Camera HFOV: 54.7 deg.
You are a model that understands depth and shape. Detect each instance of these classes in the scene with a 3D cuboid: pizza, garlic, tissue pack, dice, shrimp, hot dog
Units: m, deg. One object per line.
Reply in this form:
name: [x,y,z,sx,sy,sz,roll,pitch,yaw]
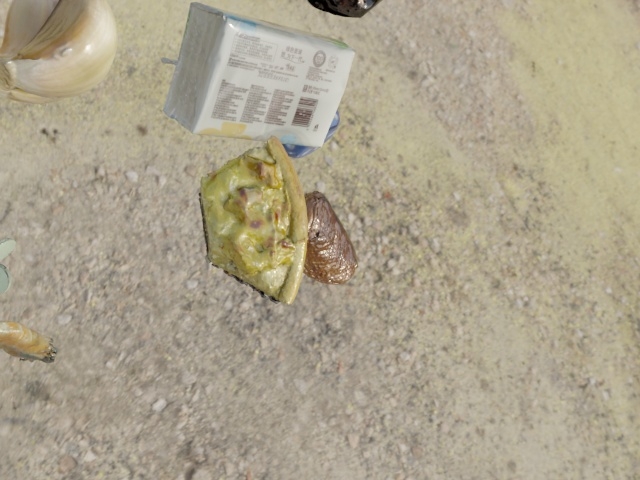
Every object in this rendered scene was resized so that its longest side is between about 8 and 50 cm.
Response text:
pizza: [-0.060,-0.017,0.576,0.099,0.036,0.160,-4,87,-17]
garlic: [-0.555,-0.416,1.286,0.249,0.286,0.313,29,58,-19]
tissue pack: [-0.095,-0.234,0.871,0.229,0.159,0.145,-3,33,-44]
dice: [-0.043,-0.316,1.666,0.143,0.146,0.146,50,39,3]
shrimp: [-0.500,0.176,0.950,0.152,0.219,0.046,-27,70,1]
hot dog: [0.003,-0.002,1.327,0.227,0.099,0.160,58,36,-33]

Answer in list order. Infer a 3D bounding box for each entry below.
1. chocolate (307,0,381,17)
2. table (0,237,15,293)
chocolate: [0.017,-0.362,0.739,0.156,0.156,0.133,59,12,8]
table: [-0.606,0.078,1.026,0.166,0.198,0.166,34,18,-13]
